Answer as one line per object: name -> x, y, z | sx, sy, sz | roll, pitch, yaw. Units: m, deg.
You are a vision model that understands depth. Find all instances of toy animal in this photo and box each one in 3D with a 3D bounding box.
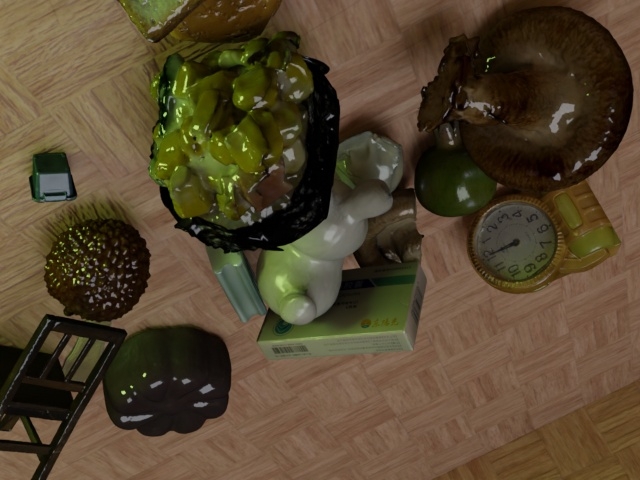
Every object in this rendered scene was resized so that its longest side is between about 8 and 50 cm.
toy animal -> -0.001, -0.004, 1.642 | 0.196, 0.241, 0.367 | 16, 125, -12

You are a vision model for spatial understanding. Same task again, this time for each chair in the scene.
chair -> -0.606, 0.281, 1.699 | 0.203, 0.240, 0.416 | 21, 104, -42

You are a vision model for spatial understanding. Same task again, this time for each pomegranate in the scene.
pomegranate -> 0.275, -0.143, 1.691 | 0.179, 0.179, 0.210 | -21, 141, -4

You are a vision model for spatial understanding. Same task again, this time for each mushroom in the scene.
mushroom -> 0.145, 0.010, 1.833 | 0.151, 0.156, 0.285 | -8, 130, -2
mushroom -> 0.392, -0.267, 1.499 | 0.331, 0.334, 0.356 | -66, 162, 0

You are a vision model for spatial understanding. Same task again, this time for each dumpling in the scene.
dumpling -> 0.089, -0.151, 1.655 | 0.155, 0.111, 0.181 | 21, 120, -2

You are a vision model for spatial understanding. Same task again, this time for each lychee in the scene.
lychee -> -0.423, 0.064, 1.564 | 0.200, 0.200, 0.238 | 21, 119, -42

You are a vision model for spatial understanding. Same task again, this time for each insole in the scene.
insole -> -0.527, 0.254, 1.864 | 0.081, 0.011, 0.248 | 5, 133, -31

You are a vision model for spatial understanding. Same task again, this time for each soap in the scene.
soap -> -0.179, 0.072, 1.748 | 0.067, 0.119, 0.198 | -22, 141, -3

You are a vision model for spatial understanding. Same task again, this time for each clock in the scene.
clock -> 0.502, -0.004, 1.923 | 0.317, 0.244, 0.200 | -29, 157, 11

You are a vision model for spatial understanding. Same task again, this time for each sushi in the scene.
sushi -> -0.146, -0.162, 1.312 | 0.329, 0.327, 0.285 | 3, 167, 23

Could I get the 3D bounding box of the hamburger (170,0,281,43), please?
hamburger -> -0.157, -0.396, 1.244 | 0.214, 0.108, 0.213 | -15, 146, -10

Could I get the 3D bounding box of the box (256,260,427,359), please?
box -> 0.047, 0.153, 1.781 | 0.343, 0.200, 0.065 | -8, 131, 25

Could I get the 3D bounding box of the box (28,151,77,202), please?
box -> -0.460, -0.111, 1.419 | 0.074, 0.099, 0.054 | -4, 122, -23

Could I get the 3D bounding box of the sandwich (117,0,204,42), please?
sandwich -> -0.183, -0.435, 1.088 | 0.288, 0.099, 0.254 | -29, 99, 9

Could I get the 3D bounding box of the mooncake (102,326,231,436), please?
mooncake -> -0.355, 0.339, 1.942 | 0.306, 0.154, 0.306 | -12, 140, -10
